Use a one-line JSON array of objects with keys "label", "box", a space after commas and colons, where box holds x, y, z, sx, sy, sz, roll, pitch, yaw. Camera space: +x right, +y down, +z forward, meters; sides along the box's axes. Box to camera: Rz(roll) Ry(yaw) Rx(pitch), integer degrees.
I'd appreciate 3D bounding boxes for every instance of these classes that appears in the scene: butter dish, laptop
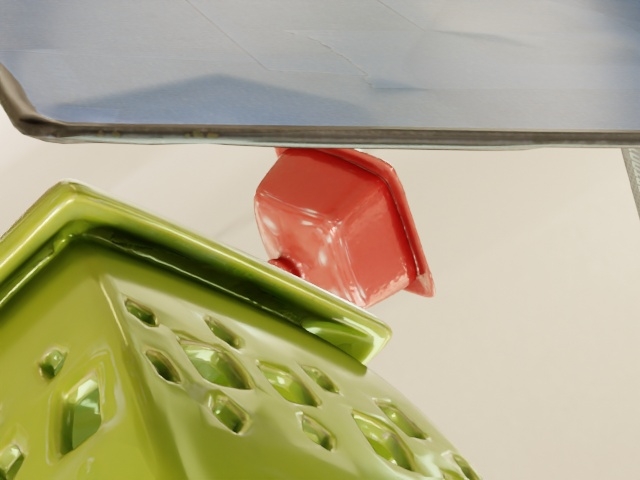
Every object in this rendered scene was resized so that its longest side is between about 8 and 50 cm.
[{"label": "butter dish", "box": [0.000, 0.000, 1.699, 0.160, 0.160, 0.118, 21, -126, 41]}, {"label": "laptop", "box": [0.097, -0.176, 0.597, 0.408, 0.236, 0.382, -52, -155, 5]}]

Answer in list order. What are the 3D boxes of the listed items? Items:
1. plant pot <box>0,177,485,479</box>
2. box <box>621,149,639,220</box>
[{"label": "plant pot", "box": [-0.074, 0.117, 0.814, 0.227, 0.228, 0.207, -43, -135, 22]}, {"label": "box", "box": [0.221, -0.093, 0.927, 0.183, 0.232, 0.059, -35, -143, -17]}]
